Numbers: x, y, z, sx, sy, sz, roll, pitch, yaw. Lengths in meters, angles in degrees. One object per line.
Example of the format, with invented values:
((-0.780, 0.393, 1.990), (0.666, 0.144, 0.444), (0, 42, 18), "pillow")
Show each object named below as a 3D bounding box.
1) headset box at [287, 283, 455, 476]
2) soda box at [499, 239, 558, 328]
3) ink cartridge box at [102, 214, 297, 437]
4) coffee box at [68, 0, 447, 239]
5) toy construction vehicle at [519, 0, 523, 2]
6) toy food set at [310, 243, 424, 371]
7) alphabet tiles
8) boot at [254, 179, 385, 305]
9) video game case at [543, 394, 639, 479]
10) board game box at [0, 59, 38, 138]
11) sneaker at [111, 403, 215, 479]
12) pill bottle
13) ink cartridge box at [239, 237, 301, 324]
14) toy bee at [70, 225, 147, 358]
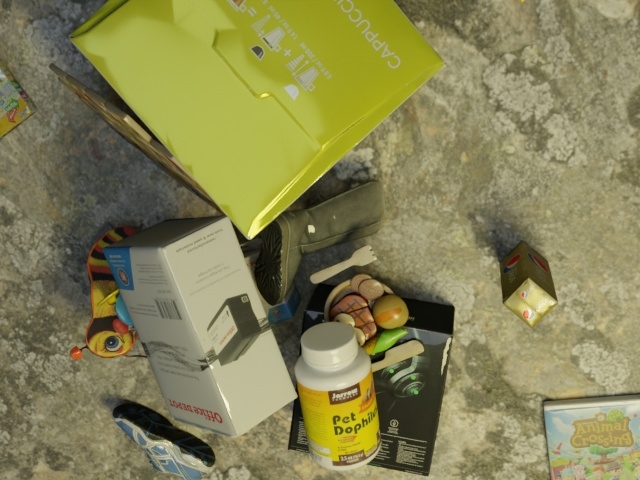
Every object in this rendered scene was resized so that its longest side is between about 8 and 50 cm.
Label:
((0.087, 0.223, 1.495), (0.246, 0.131, 0.283), (8, 108, 8), "headset box")
((0.320, 0.065, 1.377), (0.061, 0.181, 0.058), (39, 109, -4), "soda box")
((-0.189, 0.127, 1.375), (0.223, 0.129, 0.308), (-2, 112, 54), "ink cartridge box")
((-0.079, -0.250, 1.228), (0.338, 0.334, 0.338), (-41, 97, 3), "coffee box")
((0.305, -0.414, 1.307), (0.086, 0.035, 0.098), (43, 109, -5), "toy construction vehicle")
((0.069, 0.117, 1.378), (0.132, 0.038, 0.192), (-26, 97, 14), "toy food set")
((-0.263, -0.142, 1.338), (0.342, 0.285, 0.011), (34, 81, 40), "alphabet tiles")
((0.001, 0.002, 1.427), (0.076, 0.208, 0.190), (43, 137, 29), "boot")
((0.499, 0.359, 1.522), (0.212, 0.023, 0.193), (-6, 106, 12), "video game case")
((-0.577, -0.223, 1.527), (0.154, 0.026, 0.103), (-33, 99, 18), "board game box")
((-0.301, 0.380, 1.640), (0.211, 0.080, 0.081), (35, 107, -1), "sneaker")
((0.026, 0.237, 1.362), (0.117, 0.117, 0.215), (-4, 116, 11), "pill bottle")
((-0.106, 0.066, 1.501), (0.092, 0.090, 0.143), (-19, 103, 15), "ink cartridge box")
((-0.351, 0.132, 1.495), (0.162, 0.195, 0.298), (-16, 63, -18), "toy bee")
